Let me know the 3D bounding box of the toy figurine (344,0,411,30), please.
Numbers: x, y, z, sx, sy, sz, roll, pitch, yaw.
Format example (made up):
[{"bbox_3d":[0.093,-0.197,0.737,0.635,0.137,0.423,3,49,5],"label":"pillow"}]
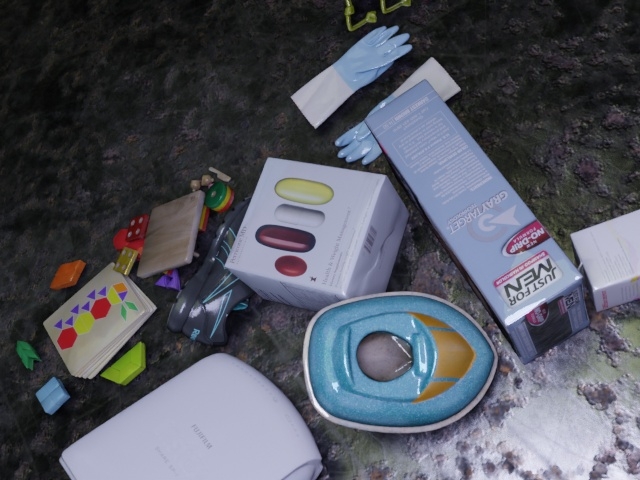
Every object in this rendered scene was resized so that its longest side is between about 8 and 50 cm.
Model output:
[{"bbox_3d":[0.152,-0.559,1.397,0.362,0.191,0.217,-27,31,7],"label":"toy figurine"}]

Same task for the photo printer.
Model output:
[{"bbox_3d":[-0.170,0.311,1.066,0.307,0.107,0.256,-31,53,-24],"label":"photo printer"}]

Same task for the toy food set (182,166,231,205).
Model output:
[{"bbox_3d":[-0.218,-0.078,1.369,0.078,0.019,0.122,29,80,31],"label":"toy food set"}]

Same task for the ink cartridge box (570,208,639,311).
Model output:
[{"bbox_3d":[0.402,0.027,1.013,0.143,0.092,0.090,-20,60,13],"label":"ink cartridge box"}]

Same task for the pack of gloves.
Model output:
[{"bbox_3d":[0.095,-0.247,1.314,0.232,0.046,0.195,-38,69,6],"label":"pack of gloves"}]

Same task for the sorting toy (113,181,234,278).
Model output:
[{"bbox_3d":[-0.247,-0.001,1.288,0.274,0.046,0.132,-16,55,38],"label":"sorting toy"}]

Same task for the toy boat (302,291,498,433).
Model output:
[{"bbox_3d":[0.119,0.218,0.988,0.267,0.148,0.318,-5,73,-9],"label":"toy boat"}]

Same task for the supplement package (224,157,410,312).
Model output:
[{"bbox_3d":[0.000,0.000,1.164,0.203,0.149,0.194,11,71,26],"label":"supplement package"}]

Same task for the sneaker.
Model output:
[{"bbox_3d":[-0.148,0.052,1.253,0.106,0.101,0.267,27,70,1],"label":"sneaker"}]

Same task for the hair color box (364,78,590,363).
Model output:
[{"bbox_3d":[0.215,-0.029,1.064,0.113,0.185,0.374,-34,58,5],"label":"hair color box"}]

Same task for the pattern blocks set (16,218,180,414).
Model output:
[{"bbox_3d":[-0.388,0.136,1.336,0.325,0.026,0.285,-35,57,2],"label":"pattern blocks set"}]
